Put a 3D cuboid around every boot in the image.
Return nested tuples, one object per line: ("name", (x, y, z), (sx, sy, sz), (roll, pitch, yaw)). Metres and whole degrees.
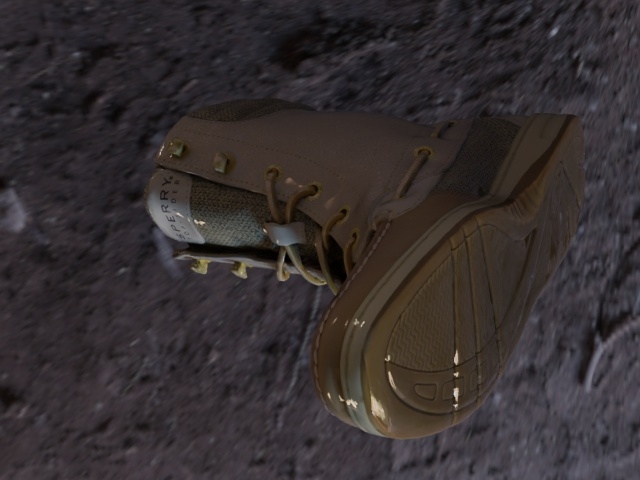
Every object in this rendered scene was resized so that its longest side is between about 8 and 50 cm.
("boot", (0.000, 0.000, 0.631), (0.165, 0.213, 0.077), (8, 119, 23))
